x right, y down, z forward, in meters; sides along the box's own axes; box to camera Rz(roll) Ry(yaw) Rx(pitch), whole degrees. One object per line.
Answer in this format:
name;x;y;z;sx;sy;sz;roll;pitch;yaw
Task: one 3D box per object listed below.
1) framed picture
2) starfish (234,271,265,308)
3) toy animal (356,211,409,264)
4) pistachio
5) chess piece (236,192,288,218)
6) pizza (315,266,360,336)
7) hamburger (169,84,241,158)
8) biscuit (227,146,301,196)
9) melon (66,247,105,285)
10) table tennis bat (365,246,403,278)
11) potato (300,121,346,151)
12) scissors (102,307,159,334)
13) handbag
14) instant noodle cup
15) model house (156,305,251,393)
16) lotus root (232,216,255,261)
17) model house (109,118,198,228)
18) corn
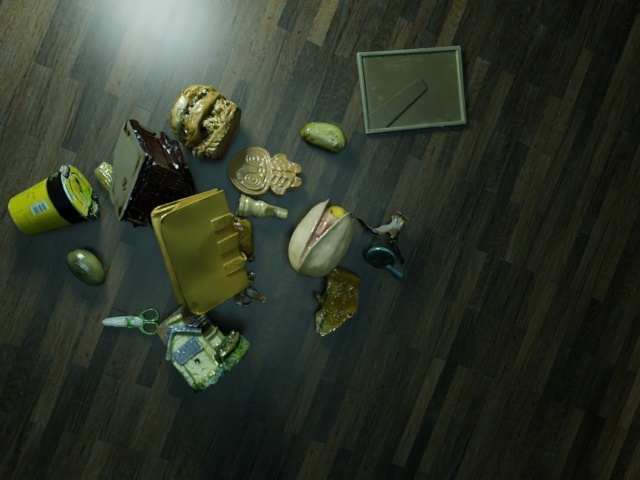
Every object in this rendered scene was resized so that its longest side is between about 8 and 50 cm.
framed picture;0.379;-0.619;2.014;0.446;0.028;0.326;-7;95;-10
starfish;-0.305;0.186;1.943;0.209;0.053;0.150;33;100;-15
toy animal;0.283;-0.042;1.962;0.272;0.197;0.160;35;84;-6
pistachio;0.000;0.000;1.886;0.229;0.230;0.309;32;91;-11
chess piece;-0.221;-0.122;1.909;0.200;0.090;0.090;11;92;-12
pizza;0.063;0.252;1.994;0.189;0.071;0.297;9;96;-23
hamburger;-0.405;-0.438;1.776;0.211;0.260;0.245;25;57;4
biscuit;-0.212;-0.261;1.896;0.288;0.044;0.202;9;73;-10
melon;-0.860;0.100;1.803;0.099;0.099;0.162;-37;102;-6
table tennis bat;0.272;0.093;2.015;0.201;0.124;0.033;41;44;-26
potato;0.015;-0.411;1.934;0.188;0.085;0.105;13;70;-7
scissors;-0.724;0.309;1.876;0.204;0.027;0.101;3;92;-12
handbag;-0.417;0.039;1.757;0.283;0.133;0.401;-25;115;-30
instant noodle cup;-0.943;-0.127;1.728;0.236;0.215;0.216;-23;97;-1
model house;-0.439;0.362;1.796;0.261;0.321;0.266;-40;98;-12
lotus root;-0.302;0.003;1.902;0.108;0.094;0.191;-9;102;25
model house;-0.588;-0.223;1.779;0.282;0.317;0.297;14;122;-47
corn;-0.725;-0.162;1.818;0.086;0.086;0.288;-40;99;-6
